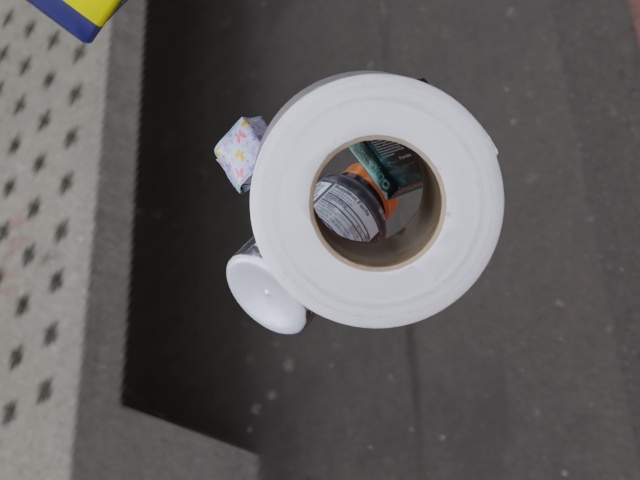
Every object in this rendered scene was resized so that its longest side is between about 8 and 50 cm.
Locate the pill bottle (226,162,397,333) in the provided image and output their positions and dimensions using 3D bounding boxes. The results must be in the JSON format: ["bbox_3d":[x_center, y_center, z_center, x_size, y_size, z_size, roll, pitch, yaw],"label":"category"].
[{"bbox_3d":[0.000,0.000,1.655,0.130,0.130,0.245,-6,31,48],"label":"pill bottle"}]

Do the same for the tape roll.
[{"bbox_3d":[0.051,-0.047,1.275,0.246,0.246,0.169,-57,6,7],"label":"tape roll"}]

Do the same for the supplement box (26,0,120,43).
[{"bbox_3d":[-0.168,-0.390,1.139,0.356,0.195,0.194,-48,11,29],"label":"supplement box"}]

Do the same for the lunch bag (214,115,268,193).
[{"bbox_3d":[-0.096,-0.113,1.674,0.083,0.053,0.071,-44,70,32],"label":"lunch bag"}]

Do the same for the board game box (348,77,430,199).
[{"bbox_3d":[0.098,-0.119,1.444,0.126,0.186,0.026,54,129,13],"label":"board game box"}]
